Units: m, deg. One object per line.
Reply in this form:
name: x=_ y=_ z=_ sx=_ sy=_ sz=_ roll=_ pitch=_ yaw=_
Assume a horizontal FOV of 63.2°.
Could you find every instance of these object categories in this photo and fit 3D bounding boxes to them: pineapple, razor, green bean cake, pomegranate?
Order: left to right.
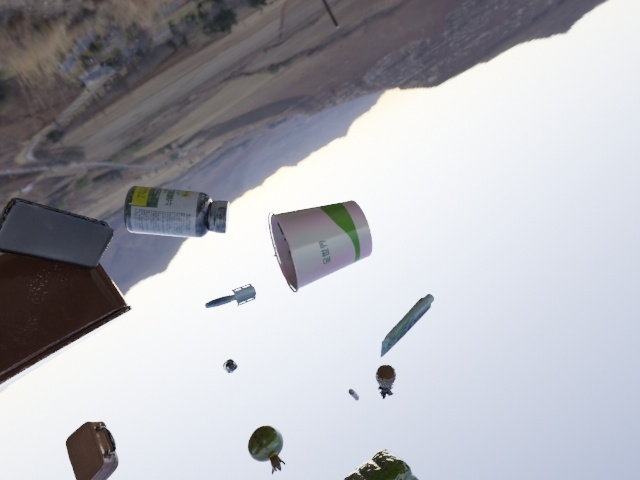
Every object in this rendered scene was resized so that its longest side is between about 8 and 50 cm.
razor: x=-0.217 y=0.138 z=1.195 sx=0.135 sy=0.040 sz=0.068 roll=-20 pitch=178 yaw=35
pomegranate: x=-0.175 y=0.718 z=1.798 sx=0.129 sy=0.159 sz=0.129 roll=-45 pitch=170 yaw=-10
green bean cake: x=0.121 y=0.611 z=1.127 sx=0.248 sy=0.222 sz=0.125 roll=-29 pitch=-178 yaw=-13
pineapple: x=0.172 y=0.377 z=1.356 sx=0.058 sy=0.124 sz=0.058 roll=-5 pitch=-139 yaw=4

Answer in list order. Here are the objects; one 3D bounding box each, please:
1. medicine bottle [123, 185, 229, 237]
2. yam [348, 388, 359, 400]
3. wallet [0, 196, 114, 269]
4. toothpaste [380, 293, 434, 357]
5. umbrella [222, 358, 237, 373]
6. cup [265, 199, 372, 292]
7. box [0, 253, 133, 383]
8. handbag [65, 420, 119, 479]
medicine bottle: x=-0.425 y=-0.081 z=1.563 sx=0.293 sy=0.141 sz=0.141 roll=6 pitch=-170 yaw=-6
yam: x=0.155 y=0.713 z=2.405 sx=0.032 sy=0.032 sz=0.145 roll=-33 pitch=148 yaw=-4
wallet: x=-0.501 y=-0.007 z=0.981 sx=0.031 sy=0.198 sz=0.110 roll=40 pitch=-78 yaw=38
toothpaste: x=0.284 y=0.268 z=1.698 sx=0.048 sy=0.075 sz=0.297 roll=26 pitch=-134 yaw=31
umbrella: x=-0.425 y=0.595 z=2.456 sx=0.059 sy=0.066 sz=0.235 roll=-62 pitch=-174 yaw=-20
cup: x=0.000 y=0.000 z=1.575 sx=0.274 sy=0.253 sz=0.253 roll=-18 pitch=-172 yaw=-14
box: x=-0.626 y=0.151 z=1.116 sx=0.339 sy=0.229 sz=0.239 roll=-32 pitch=-179 yaw=-31
handbag: x=-0.746 y=0.694 z=1.703 sx=0.151 sy=0.193 sz=0.072 roll=-46 pitch=146 yaw=8
